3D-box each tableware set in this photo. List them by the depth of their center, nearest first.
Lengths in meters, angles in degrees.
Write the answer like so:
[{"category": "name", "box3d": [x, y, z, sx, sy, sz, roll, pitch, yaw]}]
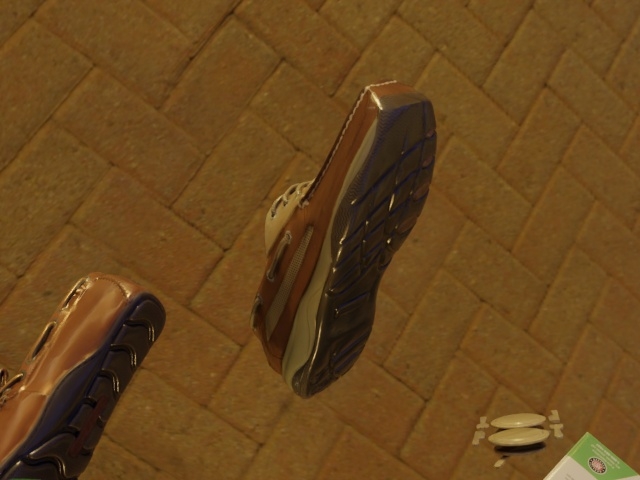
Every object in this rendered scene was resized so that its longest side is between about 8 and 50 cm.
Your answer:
[{"category": "tableware set", "box3d": [0.301, 0.297, 1.223, 0.128, 0.194, 0.039, -9, 88, 14]}]

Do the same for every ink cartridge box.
[{"category": "ink cartridge box", "box3d": [0.330, 0.383, 1.036, 0.219, 0.092, 0.160, -36, 62, -24]}]

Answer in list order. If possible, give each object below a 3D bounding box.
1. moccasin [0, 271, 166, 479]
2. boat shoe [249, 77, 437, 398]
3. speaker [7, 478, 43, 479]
[{"category": "moccasin", "box3d": [-0.342, 0.200, 0.972, 0.380, 0.147, 0.139, -64, 152, -19]}, {"category": "boat shoe", "box3d": [0.000, 0.000, 0.749, 0.120, 0.324, 0.123, 37, 34, 28]}, {"category": "speaker", "box3d": [-0.137, 0.289, 0.653, 0.297, 0.131, 0.131, 15, 73, 8]}]
